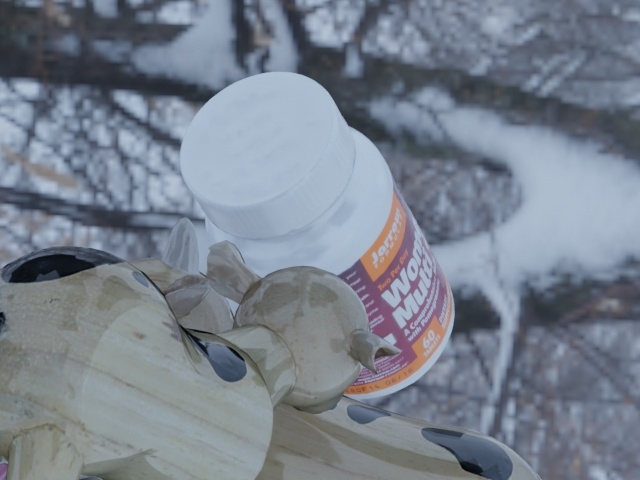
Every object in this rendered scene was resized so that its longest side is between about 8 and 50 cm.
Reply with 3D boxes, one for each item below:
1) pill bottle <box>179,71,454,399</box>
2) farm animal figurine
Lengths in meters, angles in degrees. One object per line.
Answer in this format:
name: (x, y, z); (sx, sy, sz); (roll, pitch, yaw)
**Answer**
pill bottle: (0.000, 0.000, 1.054); (0.221, 0.121, 0.121); (59, -147, -50)
farm animal figurine: (-0.040, 0.081, 0.616); (0.330, 0.326, 0.172); (-15, 51, 68)
